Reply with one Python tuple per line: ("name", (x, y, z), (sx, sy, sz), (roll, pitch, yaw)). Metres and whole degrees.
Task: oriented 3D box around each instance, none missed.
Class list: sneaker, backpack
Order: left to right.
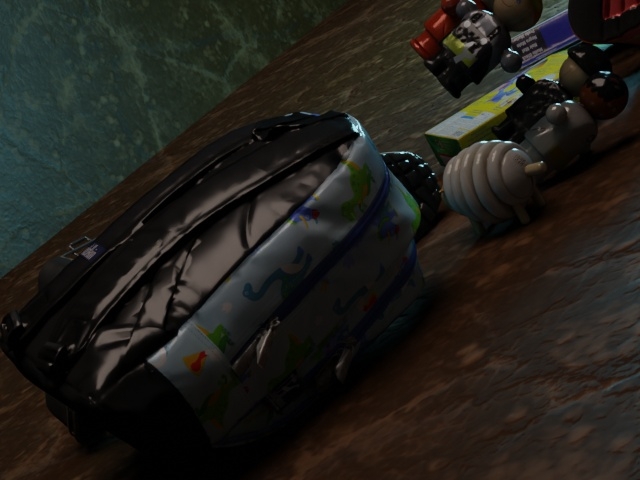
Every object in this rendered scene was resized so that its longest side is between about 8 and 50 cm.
("backpack", (-0.075, 0.035, 1.262), (0.355, 0.273, 0.290), (-57, 27, -13))
("sneaker", (0.000, 0.000, 1.499), (0.283, 0.107, 0.124), (-37, 9, -24))
("sneaker", (0.430, -0.270, 1.533), (0.136, 0.115, 0.314), (1, 3, -42))

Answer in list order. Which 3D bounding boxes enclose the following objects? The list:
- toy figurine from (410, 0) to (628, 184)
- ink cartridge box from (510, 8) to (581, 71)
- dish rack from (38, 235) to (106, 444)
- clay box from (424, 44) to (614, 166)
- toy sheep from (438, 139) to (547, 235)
("toy figurine", (0.213, -0.182, 1.455), (0.148, 0.213, 0.209), (-43, 11, 10))
("ink cartridge box", (0.354, -0.292, 1.805), (0.223, 0.045, 0.224), (-26, 2, 16))
("dish rack", (-0.186, 0.066, 1.482), (0.074, 0.208, 0.271), (25, 37, 30))
("clay box", (0.243, -0.159, 1.646), (0.222, 0.053, 0.127), (-31, 14, -8))
("toy sheep", (0.170, -0.056, 1.364), (0.132, 0.091, 0.091), (-17, 19, 43))
